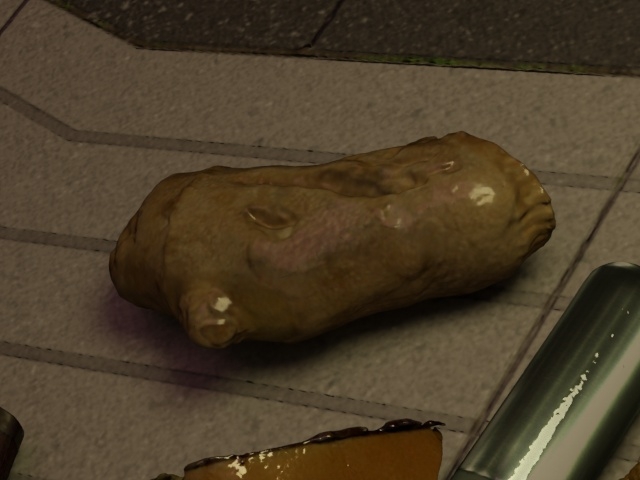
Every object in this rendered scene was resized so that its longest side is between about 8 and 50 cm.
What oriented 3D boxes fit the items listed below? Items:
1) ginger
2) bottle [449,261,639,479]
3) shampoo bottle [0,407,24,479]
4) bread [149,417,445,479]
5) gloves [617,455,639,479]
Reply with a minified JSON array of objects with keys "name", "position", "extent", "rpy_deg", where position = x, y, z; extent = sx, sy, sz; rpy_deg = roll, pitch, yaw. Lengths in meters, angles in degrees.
[{"name":"ginger","position":[0.000,0.000,1.302],"extent":[0.354,0.126,0.190],"rpy_deg":[-12,29,19]},{"name":"bottle","position":[0.156,0.129,1.155],"extent":[0.096,0.079,0.254],"rpy_deg":[16,60,45]},{"name":"shampoo bottle","position":[-0.297,0.265,1.260],"extent":[0.129,0.084,0.323],"rpy_deg":[-10,48,32]},{"name":"bread","position":[-0.008,0.160,1.157],"extent":[0.160,0.169,0.140],"rpy_deg":[-53,10,-31]},{"name":"gloves","position":[0.180,0.226,0.943],"extent":[0.203,0.155,0.356],"rpy_deg":[7,23,-3]}]
